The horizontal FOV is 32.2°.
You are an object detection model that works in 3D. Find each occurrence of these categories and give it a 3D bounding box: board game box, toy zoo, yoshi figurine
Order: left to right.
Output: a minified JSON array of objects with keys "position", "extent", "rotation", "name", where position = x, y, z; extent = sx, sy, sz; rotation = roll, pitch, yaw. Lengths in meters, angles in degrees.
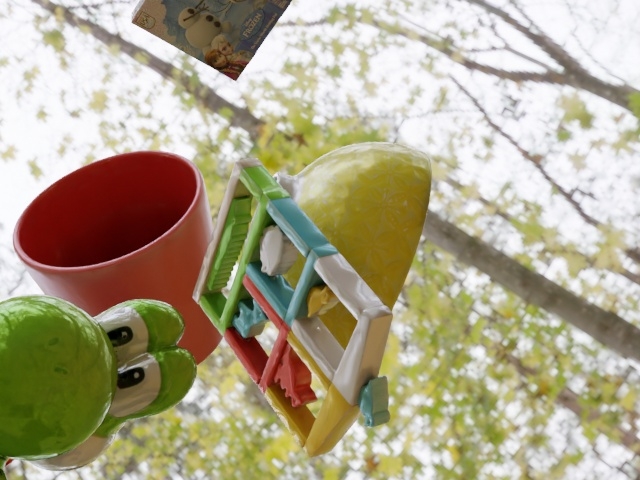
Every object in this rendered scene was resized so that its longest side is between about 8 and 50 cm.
[{"position":[-0.273,0.126,0.787],"extent":[0.362,0.203,0.203],"rotation":[-23,-68,10],"name":"yoshi figurine"},{"position":[-0.074,-0.172,0.790],"extent":[0.090,0.020,0.090],"rotation":[27,-64,-22],"name":"board game box"},{"position":[-0.026,0.079,1.105],"extent":[0.030,0.293,0.192],"rotation":[-10,-44,-37],"name":"toy zoo"}]

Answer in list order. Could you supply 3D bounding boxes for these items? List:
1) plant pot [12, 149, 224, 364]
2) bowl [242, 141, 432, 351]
[{"position":[-0.254,0.047,1.537],"extent":[0.275,0.275,0.243],"rotation":[-33,-52,-21],"name":"plant pot"},{"position":[0.000,0.000,1.303],"extent":[0.156,0.289,0.289],"rotation":[22,-76,-11],"name":"bowl"}]
